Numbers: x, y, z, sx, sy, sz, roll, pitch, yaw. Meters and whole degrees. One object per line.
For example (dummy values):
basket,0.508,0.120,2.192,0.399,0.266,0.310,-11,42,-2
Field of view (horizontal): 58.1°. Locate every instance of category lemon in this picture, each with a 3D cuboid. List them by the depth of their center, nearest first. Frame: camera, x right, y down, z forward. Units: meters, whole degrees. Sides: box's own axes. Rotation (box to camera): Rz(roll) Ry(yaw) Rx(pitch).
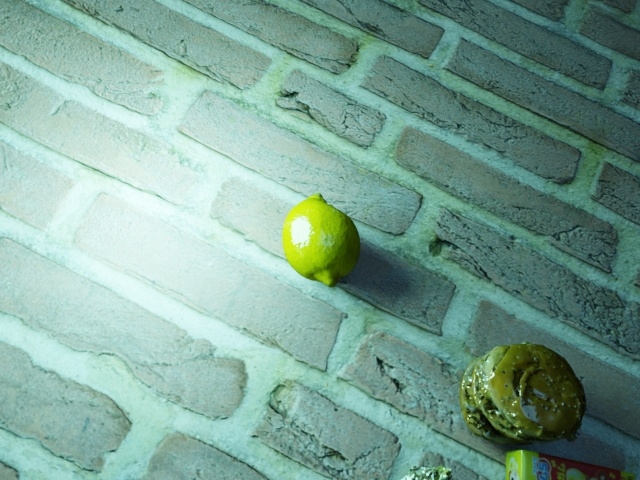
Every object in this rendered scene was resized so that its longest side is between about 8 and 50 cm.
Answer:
lemon,0.000,0.000,1.374,0.187,0.187,0.244,-8,67,-14

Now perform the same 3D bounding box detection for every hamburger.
hamburger,0.462,0.351,1.302,0.245,0.211,0.260,-37,73,-28

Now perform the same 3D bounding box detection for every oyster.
oyster,0.213,0.545,1.251,0.108,0.053,0.166,41,72,19

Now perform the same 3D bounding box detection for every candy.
candy,0.556,0.565,1.287,0.276,0.088,0.146,14,66,-3
